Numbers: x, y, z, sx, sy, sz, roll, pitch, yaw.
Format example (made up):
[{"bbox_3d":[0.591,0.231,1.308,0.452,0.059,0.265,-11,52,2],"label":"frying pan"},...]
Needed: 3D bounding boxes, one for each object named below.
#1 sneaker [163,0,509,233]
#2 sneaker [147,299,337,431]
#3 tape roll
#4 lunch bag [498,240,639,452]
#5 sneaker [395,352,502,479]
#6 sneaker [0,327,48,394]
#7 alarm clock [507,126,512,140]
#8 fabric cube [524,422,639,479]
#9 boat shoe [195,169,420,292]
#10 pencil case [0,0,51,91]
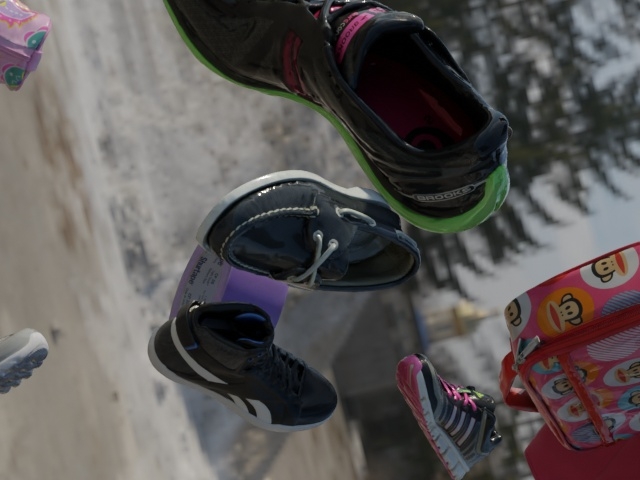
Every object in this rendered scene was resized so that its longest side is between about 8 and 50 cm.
[{"bbox_3d":[0.026,-0.215,1.794,0.483,0.185,0.202,37,-27,11],"label":"sneaker"},{"bbox_3d":[-0.055,0.126,1.646,0.121,0.217,0.079,-36,-141,50],"label":"sneaker"},{"bbox_3d":[-0.115,0.072,2.031,0.189,0.080,0.189,-50,-153,37],"label":"tape roll"},{"bbox_3d":[0.327,0.132,1.890,0.293,0.258,0.120,53,19,-54],"label":"lunch bag"},{"bbox_3d":[0.130,0.161,1.597,0.170,0.075,0.063,61,-4,-38],"label":"sneaker"},{"bbox_3d":[-0.464,0.149,1.982,0.105,0.281,0.115,10,62,-73],"label":"sneaker"},{"bbox_3d":[0.177,-0.108,2.232,0.129,0.192,0.064,39,30,-44],"label":"alarm clock"},{"bbox_3d":[0.475,0.307,2.247,0.259,0.254,0.258,67,-30,32],"label":"fabric cube"},{"bbox_3d":[0.000,0.000,1.630,0.302,0.114,0.091,-4,48,-52],"label":"boat shoe"},{"bbox_3d":[-0.501,-0.302,2.154,0.124,0.284,0.124,-47,-151,35],"label":"pencil case"}]
